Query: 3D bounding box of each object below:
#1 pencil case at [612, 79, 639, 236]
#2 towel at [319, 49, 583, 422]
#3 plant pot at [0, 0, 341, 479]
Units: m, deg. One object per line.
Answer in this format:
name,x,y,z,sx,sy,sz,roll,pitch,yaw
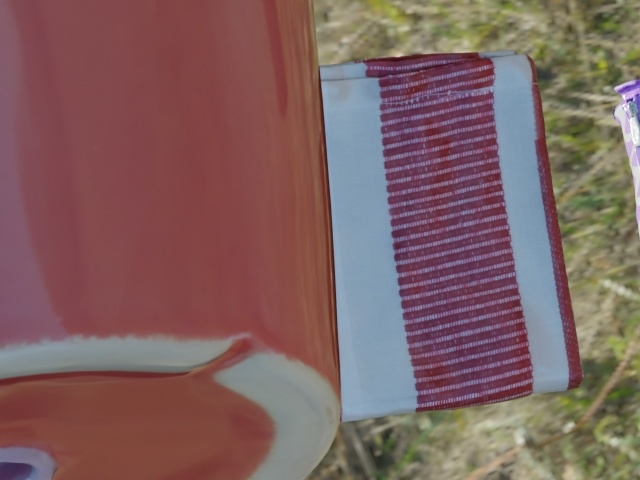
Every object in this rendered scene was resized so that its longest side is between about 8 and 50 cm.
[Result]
pencil case,0.270,-0.022,1.232,0.086,0.088,0.206,-26,63,38
towel,0.000,0.000,1.087,0.037,0.329,0.237,139,125,-76
plant pot,-0.115,-0.032,0.517,0.275,0.275,0.243,-40,54,41
